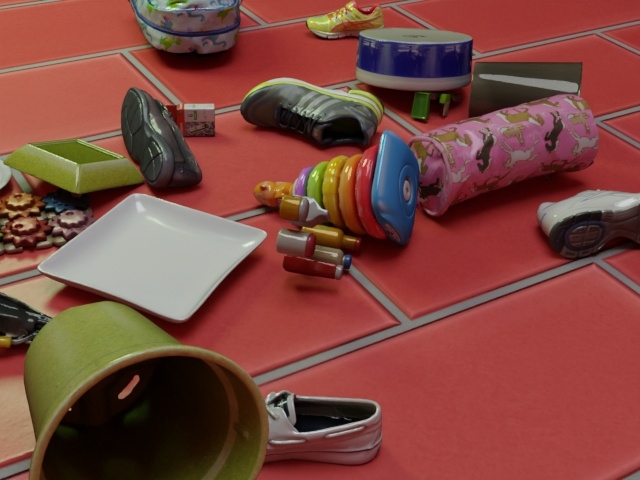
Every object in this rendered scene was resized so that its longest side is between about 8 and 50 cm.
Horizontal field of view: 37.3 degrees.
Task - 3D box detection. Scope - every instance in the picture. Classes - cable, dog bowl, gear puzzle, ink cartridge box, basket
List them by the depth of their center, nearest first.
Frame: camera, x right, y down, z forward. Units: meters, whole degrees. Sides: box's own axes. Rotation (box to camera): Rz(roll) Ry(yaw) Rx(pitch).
[{"bbox_3d":[-0.418,0.140,1.397,0.287,0.072,0.139,15,16,-5],"label":"cable"},{"bbox_3d":[-0.560,-0.037,1.630,0.338,0.044,0.175,-10,36,-19],"label":"gear puzzle"},{"bbox_3d":[-0.275,-0.248,1.955,0.115,0.063,0.029,-2,32,-7],"label":"ink cartridge box"},{"bbox_3d":[0.439,-0.312,2.046,0.226,0.154,0.204,7,36,11],"label":"basket"},{"bbox_3d":[0.214,-0.416,2.163,0.264,0.104,0.265,2,20,-1],"label":"dog bowl"}]

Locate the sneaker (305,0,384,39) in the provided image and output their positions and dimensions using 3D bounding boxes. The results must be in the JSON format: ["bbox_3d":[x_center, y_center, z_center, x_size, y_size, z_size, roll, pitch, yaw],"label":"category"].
[{"bbox_3d":[0.065,-0.576,2.449,0.208,0.094,0.081,-3,36,-8],"label":"sneaker"}]

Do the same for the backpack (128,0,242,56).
[{"bbox_3d":[-0.323,-0.576,2.310,0.290,0.273,0.356,2,45,-14],"label":"backpack"}]

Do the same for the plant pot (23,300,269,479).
[{"bbox_3d":[-0.240,0.200,1.144,0.276,0.276,0.254,-15,27,-25],"label":"plant pot"}]

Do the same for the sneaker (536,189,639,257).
[{"bbox_3d":[0.529,-0.054,1.706,0.297,0.111,0.129,-5,29,-14],"label":"sneaker"}]

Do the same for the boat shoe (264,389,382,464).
[{"bbox_3d":[-0.047,0.234,1.236,0.258,0.084,0.095,-1,34,-6],"label":"boat shoe"}]

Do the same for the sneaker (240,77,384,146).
[{"bbox_3d":[-0.020,-0.258,1.960,0.299,0.111,0.121,4,38,5],"label":"sneaker"}]

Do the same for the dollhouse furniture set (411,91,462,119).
[{"bbox_3d":[0.257,-0.303,2.123,0.076,0.059,0.151,13,15,27],"label":"dollhouse furniture set"}]

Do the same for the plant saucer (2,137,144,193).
[{"bbox_3d":[-0.451,-0.145,1.752,0.188,0.045,0.188,21,19,25],"label":"plant saucer"}]

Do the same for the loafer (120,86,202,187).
[{"bbox_3d":[-0.316,-0.195,1.860,0.095,0.109,0.302,10,32,-34],"label":"loafer"}]

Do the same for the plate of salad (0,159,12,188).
[{"bbox_3d":[-0.671,-0.121,1.739,0.199,0.048,0.200,2,32,-1],"label":"plate of salad"}]

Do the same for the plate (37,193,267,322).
[{"bbox_3d":[-0.268,0.031,1.557,0.277,0.045,0.278,16,36,20],"label":"plate"}]

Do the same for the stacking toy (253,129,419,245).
[{"bbox_3d":[0.013,-0.084,1.678,0.301,0.175,0.166,0,65,24],"label":"stacking toy"}]

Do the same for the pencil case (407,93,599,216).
[{"bbox_3d":[0.341,-0.165,1.793,0.386,0.167,0.160,-16,17,-26],"label":"pencil case"}]

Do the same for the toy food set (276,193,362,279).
[{"bbox_3d":[0.000,0.000,1.531,0.104,0.232,0.111,10,75,10],"label":"toy food set"}]
